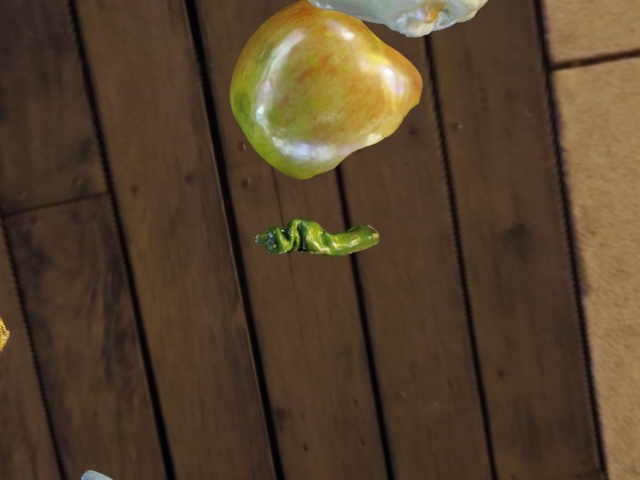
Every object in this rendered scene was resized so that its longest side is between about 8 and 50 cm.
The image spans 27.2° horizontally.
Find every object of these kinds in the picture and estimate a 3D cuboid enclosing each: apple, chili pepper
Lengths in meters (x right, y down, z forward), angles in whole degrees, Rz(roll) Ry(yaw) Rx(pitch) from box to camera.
[{"bbox_3d":[0.002,-0.195,1.785,0.246,0.246,0.226,43,97,-9],"label":"apple"},{"bbox_3d":[0.000,0.000,0.778,0.083,0.027,0.022,-1,140,-36],"label":"chili pepper"}]

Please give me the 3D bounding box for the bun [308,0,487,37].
[{"bbox_3d":[0.066,-0.279,1.232,0.283,0.283,0.179,8,80,-6],"label":"bun"}]

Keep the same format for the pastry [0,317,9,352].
[{"bbox_3d":[-0.509,0.092,1.503,0.284,0.316,0.184,40,74,-23],"label":"pastry"}]

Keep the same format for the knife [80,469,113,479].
[{"bbox_3d":[-0.058,0.270,1.000,0.313,0.019,0.044,32,88,8],"label":"knife"}]
